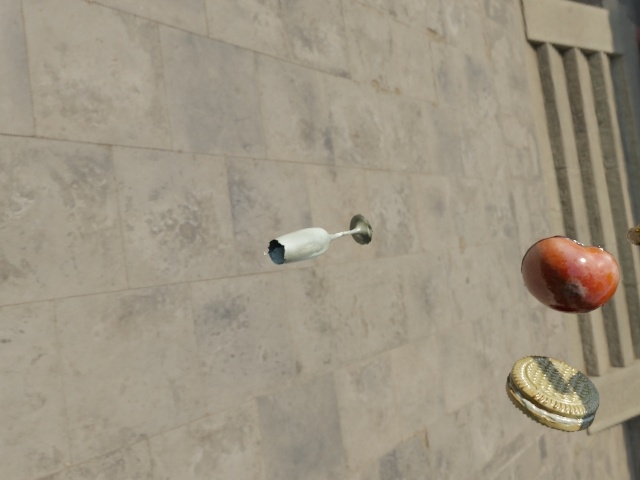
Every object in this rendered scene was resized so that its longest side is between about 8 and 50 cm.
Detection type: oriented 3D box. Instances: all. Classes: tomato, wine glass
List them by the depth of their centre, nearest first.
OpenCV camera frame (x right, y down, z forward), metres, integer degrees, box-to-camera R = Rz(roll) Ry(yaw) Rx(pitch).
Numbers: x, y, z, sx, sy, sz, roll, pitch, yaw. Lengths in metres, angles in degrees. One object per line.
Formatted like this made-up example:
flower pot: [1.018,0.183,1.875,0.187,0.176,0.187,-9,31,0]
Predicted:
wine glass: [0.000,0.000,1.116,0.262,0.074,0.074,-15,94,-44]
tomato: [0.602,0.105,1.341,0.112,0.228,0.199,-48,150,-58]

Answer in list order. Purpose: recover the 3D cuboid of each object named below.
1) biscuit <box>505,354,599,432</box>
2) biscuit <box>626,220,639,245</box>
biscuit: [0.642,0.418,1.533,0.259,0.259,0.079,-24,131,-50]
biscuit: [1.078,-0.061,1.618,0.289,0.334,0.081,-17,89,-63]
